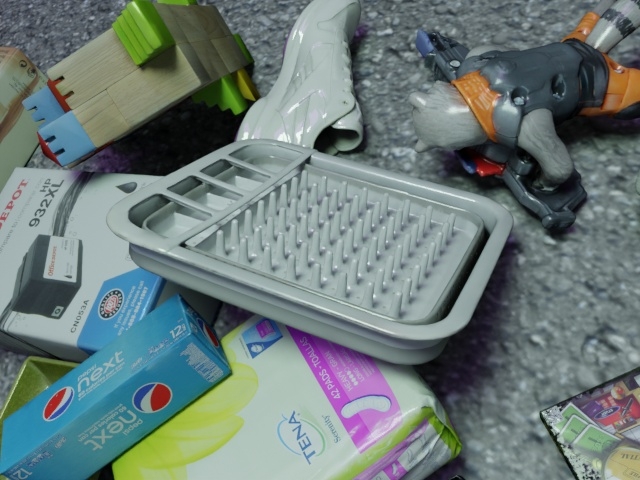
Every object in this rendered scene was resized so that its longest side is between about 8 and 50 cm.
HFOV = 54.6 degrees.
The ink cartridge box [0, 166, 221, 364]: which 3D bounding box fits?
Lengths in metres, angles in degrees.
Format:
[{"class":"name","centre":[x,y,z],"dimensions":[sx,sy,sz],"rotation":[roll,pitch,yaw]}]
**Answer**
[{"class":"ink cartridge box","centre":[-0.280,0.037,0.768],"dimensions":[0.308,0.129,0.223],"rotation":[6,63,24]}]

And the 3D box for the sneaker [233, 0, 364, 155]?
[{"class":"sneaker","centre":[0.007,-0.195,0.825],"dimensions":[0.152,0.114,0.305],"rotation":[19,74,17]}]

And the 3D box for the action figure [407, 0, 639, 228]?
[{"class":"action figure","centre":[0.235,-0.203,0.690],"dimensions":[0.330,0.178,0.341],"rotation":[-28,57,-8]}]

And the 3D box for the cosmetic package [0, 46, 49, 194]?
[{"class":"cosmetic package","centre":[-0.569,-0.161,1.001],"dimensions":[0.153,0.129,0.296],"rotation":[8,64,24]}]

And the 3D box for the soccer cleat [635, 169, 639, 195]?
[{"class":"soccer cleat","centre":[0.444,-0.116,0.599],"dimensions":[0.332,0.143,0.116],"rotation":[-16,53,-17]}]

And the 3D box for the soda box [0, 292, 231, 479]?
[{"class":"soda box","centre":[-0.193,0.148,0.587],"dimensions":[0.210,0.067,0.071],"rotation":[-36,35,-1]}]

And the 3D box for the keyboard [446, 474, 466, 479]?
[{"class":"keyboard","centre":[0.061,0.272,0.560],"dimensions":[0.192,0.038,0.100],"rotation":[-30,73,5]}]

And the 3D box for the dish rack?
[{"class":"dish rack","centre":[0.000,0.000,0.609],"dimensions":[0.333,0.072,0.285],"rotation":[17,31,20]}]

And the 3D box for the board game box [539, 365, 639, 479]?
[{"class":"board game box","centre":[0.338,0.153,0.520],"dimensions":[0.260,0.030,0.136],"rotation":[-27,57,5]}]

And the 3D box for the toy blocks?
[{"class":"toy blocks","centre":[-0.251,-0.196,0.808],"dimensions":[0.261,0.190,0.381],"rotation":[-27,16,13]}]

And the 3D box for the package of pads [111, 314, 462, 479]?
[{"class":"package of pads","centre":[-0.047,0.185,0.578],"dimensions":[0.297,0.101,0.229],"rotation":[-36,39,-1]}]

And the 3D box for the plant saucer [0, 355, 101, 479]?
[{"class":"plant saucer","centre":[-0.300,0.233,0.693],"dimensions":[0.188,0.045,0.188],"rotation":[-1,61,34]}]
